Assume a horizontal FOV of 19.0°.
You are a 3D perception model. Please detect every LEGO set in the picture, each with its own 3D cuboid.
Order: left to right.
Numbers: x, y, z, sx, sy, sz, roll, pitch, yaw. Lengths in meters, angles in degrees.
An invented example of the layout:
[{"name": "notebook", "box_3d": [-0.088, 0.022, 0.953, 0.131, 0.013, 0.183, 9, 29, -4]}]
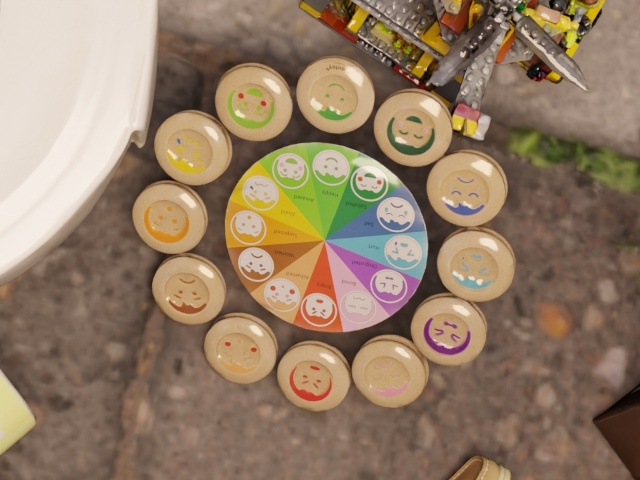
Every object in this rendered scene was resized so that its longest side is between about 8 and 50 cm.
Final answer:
[{"name": "LEGO set", "box_3d": [0.035, -0.223, 0.926, 0.331, 0.192, 0.255, 41, 72, -3]}]

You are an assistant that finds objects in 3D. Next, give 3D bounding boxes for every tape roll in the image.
[{"name": "tape roll", "box_3d": [-0.212, -0.102, 0.855, 0.286, 0.100, 0.286, 0, 87, -5]}]

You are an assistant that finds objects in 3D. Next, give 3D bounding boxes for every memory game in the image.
[{"name": "memory game", "box_3d": [0.000, 0.000, 0.898, 0.186, 0.012, 0.186, 5, 116, 11]}]

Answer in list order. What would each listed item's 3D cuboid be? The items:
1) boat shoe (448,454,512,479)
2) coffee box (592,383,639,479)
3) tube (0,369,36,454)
[{"name": "boat shoe", "box_3d": [0.038, 0.150, 0.922, 0.045, 0.050, 0.135, 46, 72, -7]}, {"name": "coffee box", "box_3d": [0.303, 0.043, 0.951, 0.297, 0.168, 0.119, -35, 88, -18]}, {"name": "tube", "box_3d": [-0.240, 0.132, 0.856, 0.240, 0.062, 0.070, -40, 46, -14]}]
